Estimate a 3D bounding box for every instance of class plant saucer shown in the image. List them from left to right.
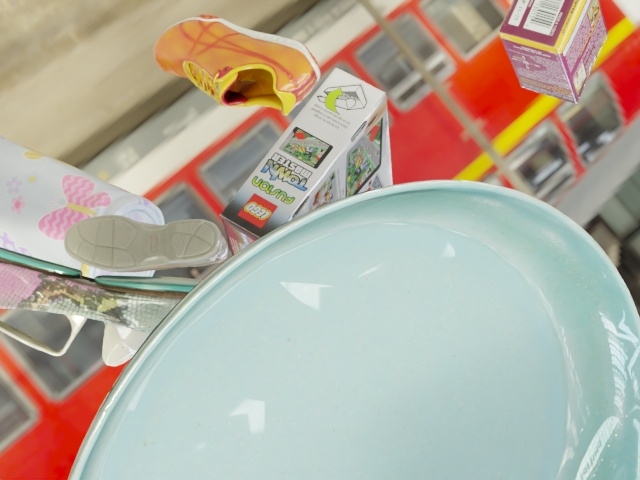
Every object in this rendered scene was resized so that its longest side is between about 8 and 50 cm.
[{"bbox_3d":[0.019,0.120,0.637,0.317,0.317,0.043,-41,-144,-13],"label":"plant saucer"}]

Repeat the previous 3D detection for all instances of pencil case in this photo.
[{"bbox_3d":[-0.283,-0.025,1.360,0.113,0.273,0.124,15,98,-64],"label":"pencil case"}]

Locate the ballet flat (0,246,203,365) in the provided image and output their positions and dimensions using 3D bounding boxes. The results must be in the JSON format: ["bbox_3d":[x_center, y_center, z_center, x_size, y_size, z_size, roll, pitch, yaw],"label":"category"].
[{"bbox_3d":[-0.184,0.053,1.085,0.077,0.221,0.079,-64,164,-88],"label":"ballet flat"}]

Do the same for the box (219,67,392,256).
[{"bbox_3d":[0.000,0.000,0.846,0.114,0.036,0.207,-53,160,-21],"label":"box"}]

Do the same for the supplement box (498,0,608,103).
[{"bbox_3d":[0.148,-0.131,0.885,0.055,0.043,0.083,-65,156,-11],"label":"supplement box"}]

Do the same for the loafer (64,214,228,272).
[{"bbox_3d":[-0.131,0.007,1.061,0.125,0.045,0.039,0,160,14],"label":"loafer"}]

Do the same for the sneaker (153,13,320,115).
[{"bbox_3d":[-0.083,-0.148,1.190,0.175,0.064,0.067,14,-130,38],"label":"sneaker"}]
